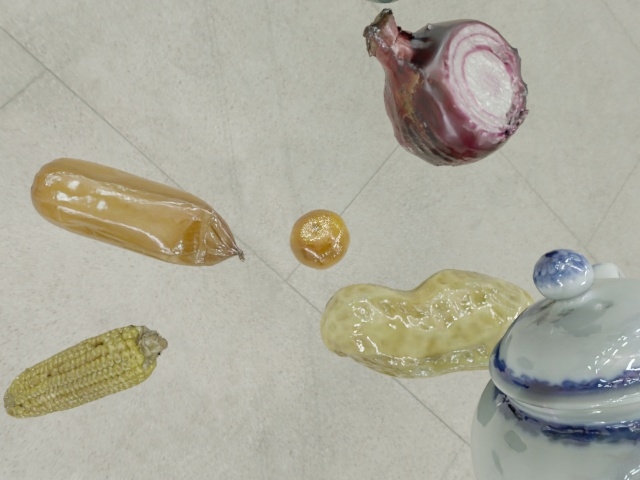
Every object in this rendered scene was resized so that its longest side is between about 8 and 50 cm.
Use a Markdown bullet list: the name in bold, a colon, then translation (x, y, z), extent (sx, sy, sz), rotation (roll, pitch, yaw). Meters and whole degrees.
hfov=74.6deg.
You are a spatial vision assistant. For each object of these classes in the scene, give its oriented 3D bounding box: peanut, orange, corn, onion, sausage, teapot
- **peanut**: translation (0.151, 0.117, 0.593), extent (0.304, 0.147, 0.147), rotation (-10, 90, 3)
- **orange**: translation (0.000, 0.000, 1.048), extent (0.154, 0.134, 0.155), rotation (-8, 58, 12)
- **corn**: translation (-0.438, 0.246, 0.787), extent (0.321, 0.119, 0.119), rotation (-21, 94, 8)
- **onion**: translation (0.122, -0.174, 0.480), extent (0.198, 0.135, 0.173), rotation (24, 65, -15)
- **sausage**: translation (-0.256, -0.034, 0.621), extent (0.327, 0.112, 0.112), rotation (18, 81, 4)
- **teapot**: translation (0.233, 0.133, 0.318), extent (0.423, 0.252, 0.280), rotation (-30, 94, -51)

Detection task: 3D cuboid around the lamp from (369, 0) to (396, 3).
- **lamp**: translation (0.061, -0.275, 0.379), extent (0.105, 0.105, 0.105), rotation (1, 87, -19)
